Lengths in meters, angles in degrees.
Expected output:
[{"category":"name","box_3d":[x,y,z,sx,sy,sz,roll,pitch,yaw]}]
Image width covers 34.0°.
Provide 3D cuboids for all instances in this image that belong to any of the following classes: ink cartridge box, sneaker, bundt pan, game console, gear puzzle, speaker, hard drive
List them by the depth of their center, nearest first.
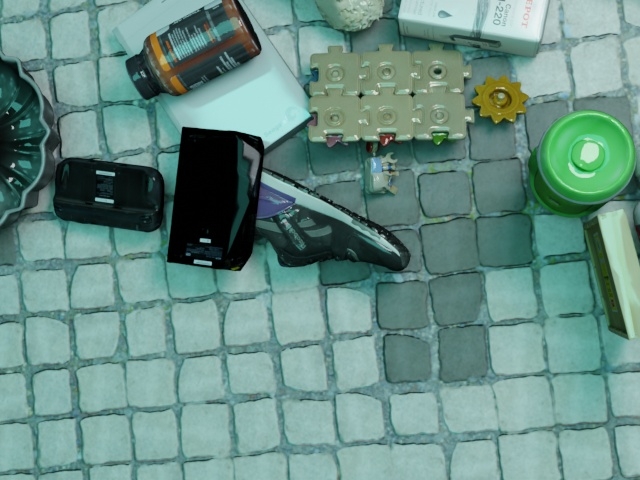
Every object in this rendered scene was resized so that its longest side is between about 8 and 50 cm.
[{"category":"speaker","box_3d":[0.357,-0.101,1.450,0.131,0.296,0.131,0,87,9]},{"category":"ink cartridge box","box_3d":[0.239,-0.378,1.586,0.218,0.092,0.158,11,86,8]},{"category":"sneaker","box_3d":[0.000,0.000,1.609,0.283,0.107,0.124,28,96,19]},{"category":"gear puzzle","box_3d":[0.149,-0.219,1.613,0.339,0.044,0.175,-1,66,3]},{"category":"game console","box_3d":[-0.263,-0.078,1.641,0.361,0.044,0.213,8,91,21]},{"category":"hard drive","box_3d":[-0.168,-0.268,1.673,0.203,0.040,0.307,-35,82,6]},{"category":"bundt pan","box_3d":[-0.568,-0.157,1.688,0.331,0.124,0.330,0,88,9]}]

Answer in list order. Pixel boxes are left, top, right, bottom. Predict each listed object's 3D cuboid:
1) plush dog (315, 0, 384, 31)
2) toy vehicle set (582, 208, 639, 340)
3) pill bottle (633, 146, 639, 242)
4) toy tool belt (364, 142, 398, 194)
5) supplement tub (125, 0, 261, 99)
[{"category":"plush dog","box_3d":[0.022,-0.487,1.596,0.262,0.210,0.225,30,66,8]},{"category":"toy vehicle set","box_3d":[0.410,0.048,1.451,0.035,0.267,0.166,-14,86,9]},{"category":"pill bottle","box_3d":[0.546,0.007,1.476,0.176,0.176,0.318,-15,84,8]},{"category":"toy tool belt","box_3d":[0.096,-0.113,1.624,0.051,0.052,0.083,0,90,-22]},{"category":"supplement tub","box_3d":[-0.198,-0.290,1.604,0.198,0.106,0.106,-26,83,6]}]
